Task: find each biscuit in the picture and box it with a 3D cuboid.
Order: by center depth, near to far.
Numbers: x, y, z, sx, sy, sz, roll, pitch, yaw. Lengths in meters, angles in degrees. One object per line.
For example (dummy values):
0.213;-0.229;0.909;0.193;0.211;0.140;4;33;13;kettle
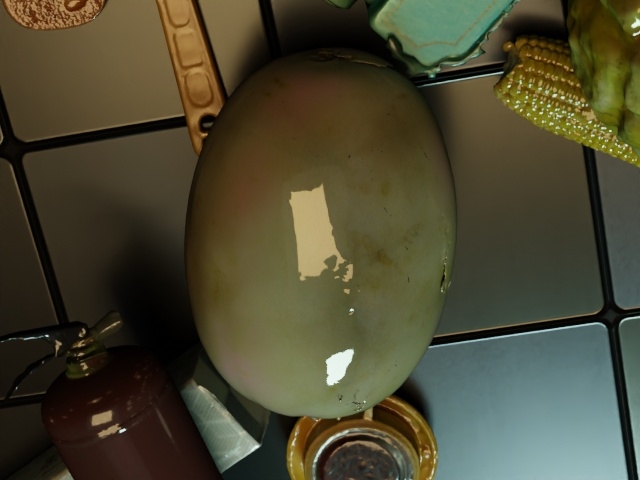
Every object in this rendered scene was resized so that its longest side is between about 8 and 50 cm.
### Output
-0.224;-0.215;1.282;0.091;0.015;0.078;-3;113;5;biscuit

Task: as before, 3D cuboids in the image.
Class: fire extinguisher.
-0.157;0.201;1.301;0.135;0.114;0.337;-31;111;-20;fire extinguisher

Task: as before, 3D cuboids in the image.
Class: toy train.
0.094;-0.243;1.198;0.163;0.112;0.203;36;113;-18;toy train

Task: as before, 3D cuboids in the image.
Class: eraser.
-0.232;0.245;1.447;0.404;0.098;0.096;-35;106;17;eraser

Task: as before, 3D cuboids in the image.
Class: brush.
-0.119;-0.189;1.289;0.103;0.013;0.272;-10;114;9;brush

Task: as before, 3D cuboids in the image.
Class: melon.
0.000;0.000;1.251;0.223;0.223;0.317;3;114;3;melon

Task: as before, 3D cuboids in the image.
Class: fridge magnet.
0.039;0.204;1.428;0.143;0.063;0.143;1;112;2;fridge magnet

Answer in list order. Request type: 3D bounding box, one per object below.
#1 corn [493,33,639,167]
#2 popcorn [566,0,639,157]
0.254;-0.103;1.265;0.238;0.080;0.080;20;114;-6;corn
0.305;-0.192;1.115;0.282;0.247;0.282;-3;82;23;popcorn
